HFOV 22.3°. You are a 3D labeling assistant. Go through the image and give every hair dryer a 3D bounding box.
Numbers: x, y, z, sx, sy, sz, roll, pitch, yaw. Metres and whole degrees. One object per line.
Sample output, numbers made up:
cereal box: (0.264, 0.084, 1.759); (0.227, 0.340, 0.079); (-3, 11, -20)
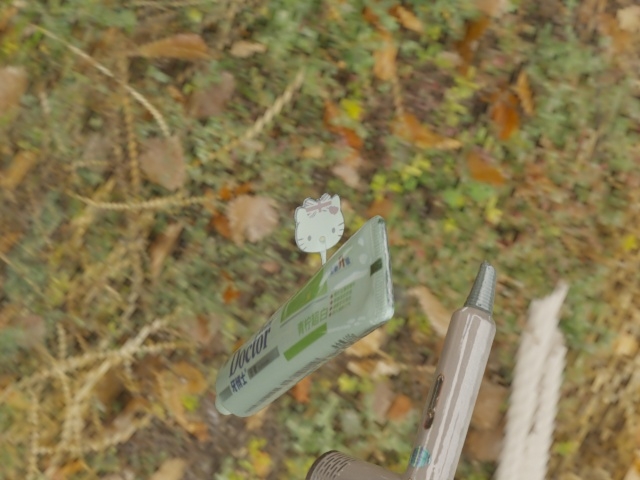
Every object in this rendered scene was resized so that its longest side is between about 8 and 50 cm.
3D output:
hair dryer: (0.110, 0.125, 1.150); (0.053, 0.195, 0.220); (41, 73, -40)

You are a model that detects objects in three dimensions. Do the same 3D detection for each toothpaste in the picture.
toothpaste: (-0.011, 0.045, 0.743); (0.029, 0.197, 0.048); (7, 66, -22)

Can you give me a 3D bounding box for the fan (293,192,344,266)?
fan: (0.000, 0.000, 1.410); (0.056, 0.004, 0.083); (-17, 112, -36)
